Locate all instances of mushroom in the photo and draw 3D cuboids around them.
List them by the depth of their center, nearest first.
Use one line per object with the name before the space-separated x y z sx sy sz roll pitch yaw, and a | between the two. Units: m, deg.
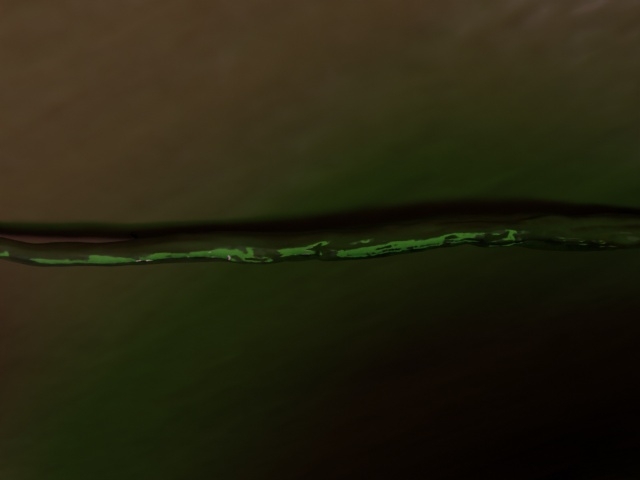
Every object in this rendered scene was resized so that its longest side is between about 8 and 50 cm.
mushroom | -0.001 -0.001 0.471 0.286 0.028 0.026 1 100 -12

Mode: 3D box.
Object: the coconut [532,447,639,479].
coconut | 0.150 0.244 0.550 0.344 0.415 0.415 29 138 3
